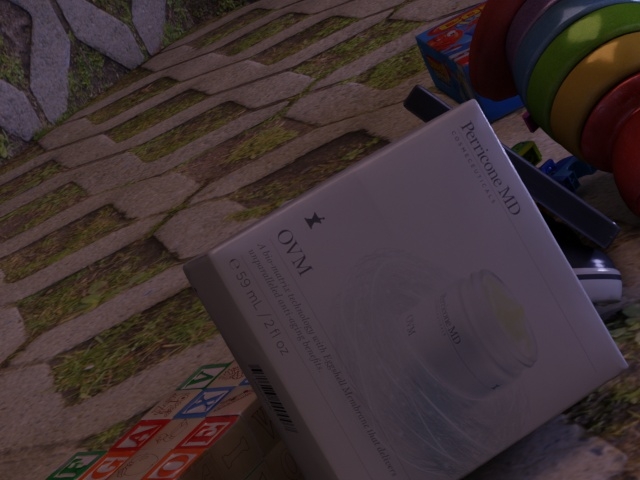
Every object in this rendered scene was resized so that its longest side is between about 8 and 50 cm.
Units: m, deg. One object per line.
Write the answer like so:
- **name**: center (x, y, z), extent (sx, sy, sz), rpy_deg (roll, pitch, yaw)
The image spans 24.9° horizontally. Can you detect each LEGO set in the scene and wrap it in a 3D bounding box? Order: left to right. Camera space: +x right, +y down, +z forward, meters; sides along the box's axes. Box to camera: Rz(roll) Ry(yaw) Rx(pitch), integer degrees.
- **LEGO set**: center (0.189, -0.056, 1.465), extent (0.227, 0.087, 0.093), rpy_deg (-41, 21, -25)

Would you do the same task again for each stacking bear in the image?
- **stacking bear**: center (0.275, -0.128, 1.327), extent (0.175, 0.164, 0.289), rpy_deg (-22, 50, -9)

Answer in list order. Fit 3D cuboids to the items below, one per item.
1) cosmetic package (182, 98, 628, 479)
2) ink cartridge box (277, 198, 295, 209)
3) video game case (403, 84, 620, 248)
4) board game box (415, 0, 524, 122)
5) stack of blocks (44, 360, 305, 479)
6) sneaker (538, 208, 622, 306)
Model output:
- **cosmetic package**: center (0.058, 0.054, 1.050), extent (0.225, 0.224, 0.138), rpy_deg (-31, 3, -15)
- **ink cartridge box**: center (0.000, 0.000, 1.631), extent (0.181, 0.056, 0.224), rpy_deg (-17, 18, 29)
- **video game case**: center (0.159, -0.069, 1.261), extent (0.026, 0.196, 0.274), rpy_deg (-55, -1, 7)
- **board game box**: center (0.308, -0.288, 1.964), extent (0.308, 0.086, 0.302), rpy_deg (-27, 17, -1)
- **stack of blocks**: center (-0.138, 0.212, 1.146), extent (0.171, 0.087, 0.297), rpy_deg (-10, 24, 45)
- **sneaker**: center (0.122, -0.003, 1.262), extent (0.126, 0.127, 0.321), rpy_deg (3, -1, -41)
